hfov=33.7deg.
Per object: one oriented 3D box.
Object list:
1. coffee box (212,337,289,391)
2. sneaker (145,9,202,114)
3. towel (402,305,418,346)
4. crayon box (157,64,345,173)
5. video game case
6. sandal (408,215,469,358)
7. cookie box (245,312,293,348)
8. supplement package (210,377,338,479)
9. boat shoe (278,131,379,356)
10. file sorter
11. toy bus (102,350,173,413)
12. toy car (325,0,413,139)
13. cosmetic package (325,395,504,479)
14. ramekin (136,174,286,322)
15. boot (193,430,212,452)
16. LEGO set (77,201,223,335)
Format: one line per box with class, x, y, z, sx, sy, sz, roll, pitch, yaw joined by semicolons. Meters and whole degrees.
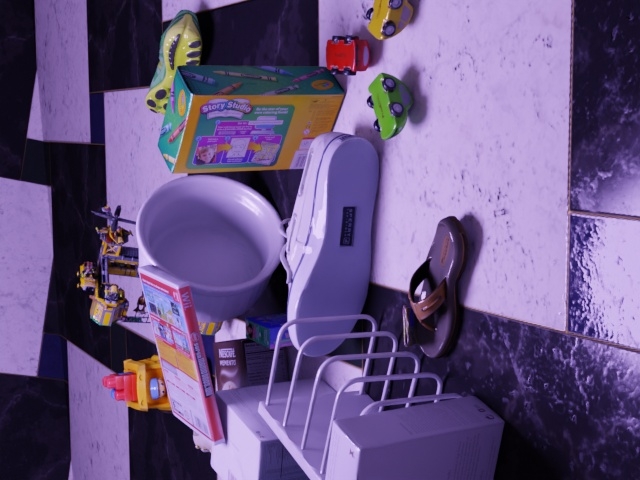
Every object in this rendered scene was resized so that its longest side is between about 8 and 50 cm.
coffee box;-0.127;0.310;2.035;0.141;0.098;0.247;-14;81;59
sneaker;-0.310;-0.383;2.327;0.295;0.109;0.124;121;160;-50
towel;0.134;0.126;1.561;0.083;0.009;0.060;12;-106;-73
crayon box;-0.115;-0.202;1.759;0.081;0.278;0.165;61;143;38
video game case;-0.241;0.193;1.818;0.204;0.025;0.285;15;120;61
sandal;0.160;0.068;1.499;0.090;0.060;0.219;-128;38;-48
cookie box;-0.075;0.163;1.929;0.107;0.091;0.040;12;106;62
supplement package;-0.054;0.347;1.792;0.194;0.203;0.149;34;123;57
boat shoe;-0.007;-0.002;1.735;0.156;0.135;0.367;28;115;58
file sorter;0.060;0.244;1.578;0.277;0.192;0.173;40;125;54
toy bus;-0.376;0.326;2.398;0.220;0.211;0.150;-1;90;61
toy car;0.094;-0.257;1.597;0.239;0.053;0.225;-43;56;56
cosmetic package;0.125;0.289;1.411;0.085;0.231;0.117;37;125;55
ramekin;-0.212;0.021;1.992;0.135;0.277;0.277;110;145;-49
boot;-0.173;0.395;1.951;0.165;0.077;0.213;-16;75;56
LEGO set;-0.326;0.048;2.194;0.255;0.331;0.192;-94;21;-50
